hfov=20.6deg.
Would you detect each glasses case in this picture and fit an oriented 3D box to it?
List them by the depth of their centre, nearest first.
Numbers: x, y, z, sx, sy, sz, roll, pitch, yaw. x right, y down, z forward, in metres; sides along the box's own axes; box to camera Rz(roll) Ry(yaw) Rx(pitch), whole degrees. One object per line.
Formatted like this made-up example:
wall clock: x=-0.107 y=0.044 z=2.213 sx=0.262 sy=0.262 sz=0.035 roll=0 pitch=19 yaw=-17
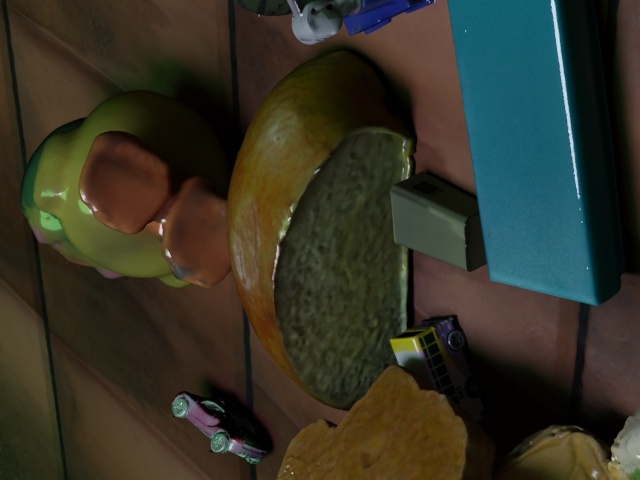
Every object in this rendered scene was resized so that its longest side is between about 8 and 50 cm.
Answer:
glasses case: x=0.171 y=-0.104 z=1.355 sx=0.117 sy=0.070 sz=0.301 roll=15 pitch=122 yaw=46

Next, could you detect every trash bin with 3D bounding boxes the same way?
trash bin: x=0.109 y=-0.015 z=1.541 sx=0.092 sy=0.043 sz=0.061 roll=26 pitch=132 yaw=43

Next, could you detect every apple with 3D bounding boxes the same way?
apple: x=0.000 y=0.000 z=1.642 sx=0.179 sy=0.254 sz=0.346 roll=5 pitch=125 yaw=10

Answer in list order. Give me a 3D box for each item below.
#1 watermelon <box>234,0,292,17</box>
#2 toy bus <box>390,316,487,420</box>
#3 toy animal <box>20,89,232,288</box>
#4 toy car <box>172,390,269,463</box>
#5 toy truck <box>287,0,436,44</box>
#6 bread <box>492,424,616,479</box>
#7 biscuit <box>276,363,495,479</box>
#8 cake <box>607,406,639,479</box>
watermelon: x=-0.045 y=-0.244 z=1.552 sx=0.105 sy=0.105 sz=0.133 roll=48 pitch=146 yaw=28
toy bus: x=0.109 y=0.127 z=1.625 sx=0.052 sy=0.058 sz=0.102 roll=-10 pitch=103 yaw=60
toy animal: x=-0.196 y=-0.058 z=1.853 sx=0.216 sy=0.191 sz=0.338 roll=32 pitch=168 yaw=-19
toy car: x=-0.116 y=0.212 z=2.048 sx=0.142 sy=0.069 sz=0.055 roll=34 pitch=96 yaw=43
toy truck: x=0.005 y=-0.265 z=1.385 sx=0.161 sy=0.177 sz=0.213 roll=-17 pitch=97 yaw=61
bread: x=0.223 y=0.255 z=1.441 sx=0.114 sy=0.132 sz=0.190 roll=50 pitch=-167 yaw=-49
biscuit: x=0.049 y=0.253 z=1.522 sx=0.051 sy=0.269 sz=0.376 roll=31 pitch=-178 yaw=-27
cake: x=0.312 y=0.217 z=1.340 sx=0.225 sy=0.090 sz=0.109 roll=61 pitch=146 yaw=6
